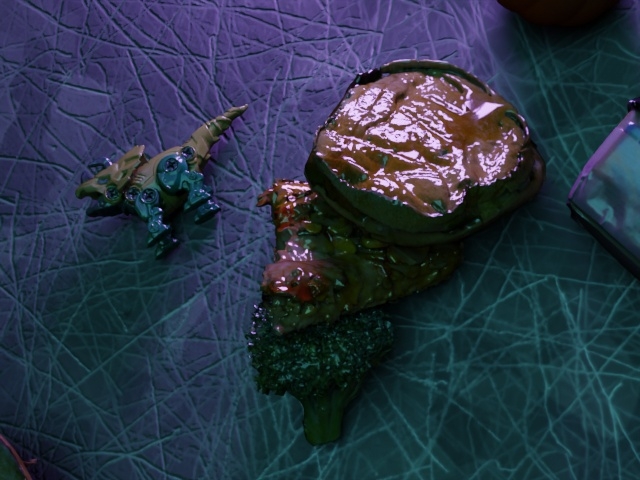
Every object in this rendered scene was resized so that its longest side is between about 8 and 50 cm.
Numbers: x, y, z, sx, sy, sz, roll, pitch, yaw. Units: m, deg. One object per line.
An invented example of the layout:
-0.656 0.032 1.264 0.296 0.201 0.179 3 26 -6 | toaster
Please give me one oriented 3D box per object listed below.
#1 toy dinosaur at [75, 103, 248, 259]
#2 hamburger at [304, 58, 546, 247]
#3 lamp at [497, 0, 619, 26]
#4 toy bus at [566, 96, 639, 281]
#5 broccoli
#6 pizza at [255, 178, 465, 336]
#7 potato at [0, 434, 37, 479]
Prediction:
-0.189 -0.085 1.565 0.259 0.094 0.153 -31 73 -3 | toy dinosaur
0.122 -0.096 1.405 0.285 0.134 0.265 -30 56 -27 | hamburger
0.287 -0.369 1.446 0.223 0.196 0.223 10 65 -22 | lamp
0.456 0.024 1.320 0.386 0.171 0.162 43 100 20 | toy bus
-0.009 0.156 1.416 0.194 0.194 0.219 -53 40 -3 | broccoli
0.000 0.000 1.423 0.251 0.287 0.074 34 129 38 | pizza
-0.438 0.337 1.484 0.239 0.116 0.299 -6 101 16 | potato
